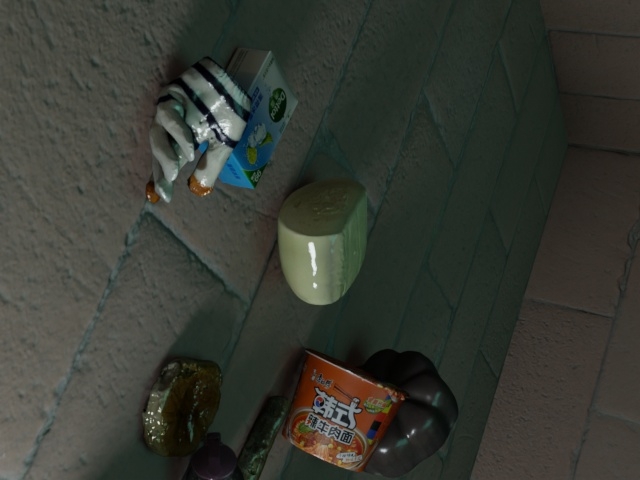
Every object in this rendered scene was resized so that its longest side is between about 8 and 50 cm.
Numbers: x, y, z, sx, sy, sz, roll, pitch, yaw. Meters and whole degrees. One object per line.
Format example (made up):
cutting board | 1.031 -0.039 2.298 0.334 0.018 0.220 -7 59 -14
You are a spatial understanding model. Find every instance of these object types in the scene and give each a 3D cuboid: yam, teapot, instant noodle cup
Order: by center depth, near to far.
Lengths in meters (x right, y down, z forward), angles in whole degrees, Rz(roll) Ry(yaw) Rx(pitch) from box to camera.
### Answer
teapot | -0.181 0.420 1.552 0.148 0.116 0.146 -54 156 -49
yam | -0.133 0.433 1.734 0.274 0.061 0.061 -65 151 -26
instant noodle cup | 0.045 0.369 1.872 0.250 0.250 0.192 31 81 -62

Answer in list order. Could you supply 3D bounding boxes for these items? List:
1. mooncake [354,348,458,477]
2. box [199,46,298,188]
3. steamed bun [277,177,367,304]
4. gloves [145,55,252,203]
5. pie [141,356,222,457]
mooncake | 0.169 0.401 2.068 0.306 0.306 0.154 -64 145 -27
box | -0.125 -0.206 1.470 0.194 0.073 0.139 -67 151 -22
steamed bun | 0.000 0.000 1.711 0.250 0.154 0.200 -53 147 -52
gloves | -0.202 -0.158 1.309 0.219 0.131 0.140 -48 162 -1
pie | -0.234 0.287 1.490 0.195 0.046 0.195 -37 135 -50
